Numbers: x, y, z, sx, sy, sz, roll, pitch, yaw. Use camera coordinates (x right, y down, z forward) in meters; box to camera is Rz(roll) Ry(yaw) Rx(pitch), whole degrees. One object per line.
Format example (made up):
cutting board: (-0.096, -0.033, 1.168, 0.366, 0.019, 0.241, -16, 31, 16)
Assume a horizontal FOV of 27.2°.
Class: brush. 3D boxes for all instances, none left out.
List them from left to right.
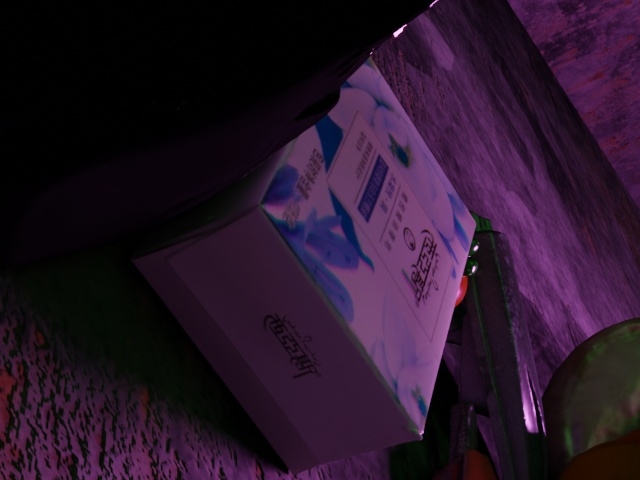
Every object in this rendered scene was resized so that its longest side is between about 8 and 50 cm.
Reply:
brush: (0.124, 0.253, 1.112, 0.070, 0.051, 0.323, 46, 26, -24)

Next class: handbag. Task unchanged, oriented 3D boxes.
handbag: (-0.045, -0.121, 0.802, 0.152, 0.288, 0.342, 63, 18, -12)

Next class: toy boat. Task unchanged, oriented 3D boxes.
toy boat: (0.170, 0.132, 1.325, 0.141, 0.092, 0.319, 42, 37, -80)

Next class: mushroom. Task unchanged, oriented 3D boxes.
mushroom: (0.340, 0.272, 1.561, 0.217, 0.212, 0.292, 115, -45, -62)

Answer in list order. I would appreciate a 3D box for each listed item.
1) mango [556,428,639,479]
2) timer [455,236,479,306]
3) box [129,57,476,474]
mango: (0.380, 0.326, 1.326, 0.365, 0.182, 0.252, 22, 66, -28)
timer: (0.089, 0.024, 1.225, 0.099, 0.136, 0.136, 61, 17, 13)
box: (0.002, -0.001, 0.965, 0.203, 0.116, 0.274, 57, 29, -21)
